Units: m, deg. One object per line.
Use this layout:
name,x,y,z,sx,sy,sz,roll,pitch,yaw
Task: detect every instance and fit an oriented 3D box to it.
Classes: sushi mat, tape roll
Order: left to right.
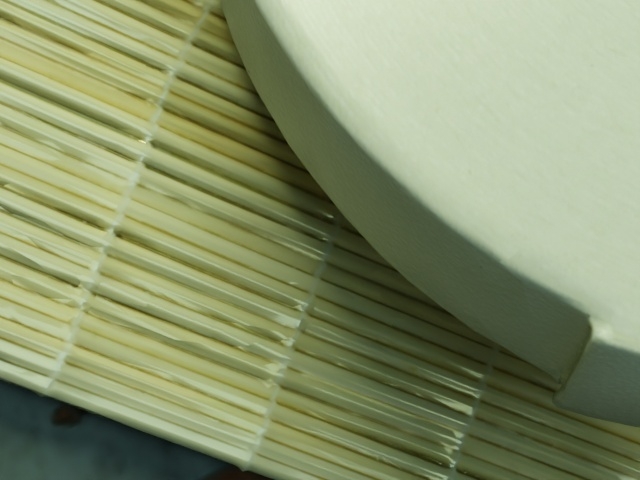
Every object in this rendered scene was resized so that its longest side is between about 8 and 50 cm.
sushi mat,0.000,0.000,0.544,0.316,0.019,0.151,23,77,-19
tape roll,0.152,-0.131,0.513,0.392,0.072,0.392,1,72,-2
